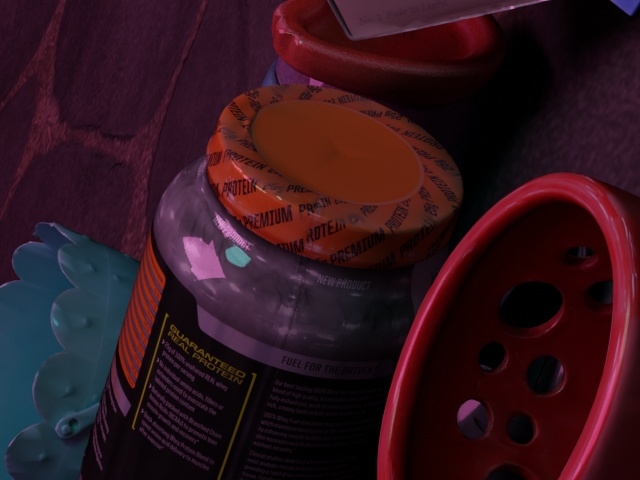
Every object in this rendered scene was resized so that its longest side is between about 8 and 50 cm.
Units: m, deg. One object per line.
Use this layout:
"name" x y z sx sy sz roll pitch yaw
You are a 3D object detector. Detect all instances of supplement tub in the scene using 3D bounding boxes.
"supplement tub" -0.031 0.073 1.132 0.193 0.194 0.316 -100 25 -52

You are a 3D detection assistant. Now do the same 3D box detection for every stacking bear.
"stacking bear" 0.008 -0.041 1.266 0.175 0.164 0.289 -89 17 -55

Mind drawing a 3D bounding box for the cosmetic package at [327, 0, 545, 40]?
"cosmetic package" 0.094 -0.280 1.167 0.160 0.113 0.309 -8 43 24

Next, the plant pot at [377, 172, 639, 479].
"plant pot" 0.144 0.084 0.789 0.191 0.174 0.191 -51 28 41

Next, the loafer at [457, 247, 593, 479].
"loafer" 0.098 0.090 1.032 0.223 0.076 0.078 -69 13 -8

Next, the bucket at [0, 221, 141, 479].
"bucket" -0.196 0.134 1.565 0.281 0.183 0.281 -49 30 41

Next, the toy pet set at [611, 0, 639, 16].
"toy pet set" 0.204 -0.194 1.046 0.114 0.065 0.122 -58 23 27
